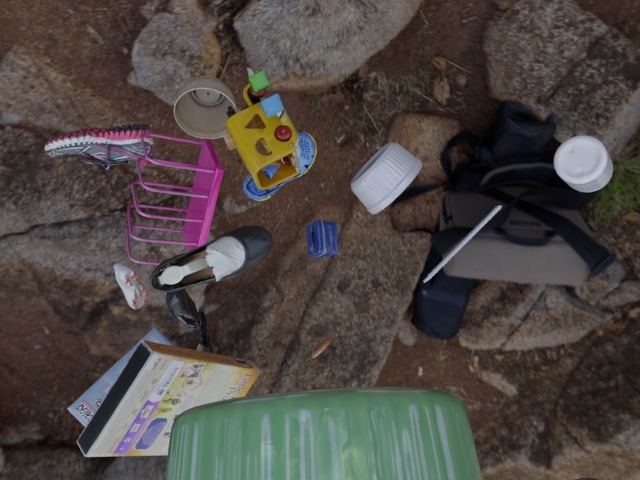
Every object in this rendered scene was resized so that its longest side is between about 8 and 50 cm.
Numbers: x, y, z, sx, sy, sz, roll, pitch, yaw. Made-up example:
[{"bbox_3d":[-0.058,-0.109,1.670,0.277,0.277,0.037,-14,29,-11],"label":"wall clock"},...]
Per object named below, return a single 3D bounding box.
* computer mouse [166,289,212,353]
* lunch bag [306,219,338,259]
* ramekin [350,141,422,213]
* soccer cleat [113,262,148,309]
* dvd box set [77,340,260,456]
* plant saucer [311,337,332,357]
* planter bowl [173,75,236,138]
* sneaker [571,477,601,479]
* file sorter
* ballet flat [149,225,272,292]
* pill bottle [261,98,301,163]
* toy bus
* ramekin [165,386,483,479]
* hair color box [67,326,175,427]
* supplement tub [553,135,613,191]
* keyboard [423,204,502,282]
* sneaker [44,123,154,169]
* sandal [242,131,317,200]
[{"bbox_3d":[-0.394,0.243,1.631,0.060,0.184,0.262,-21,147,-2],"label":"computer mouse"},{"bbox_3d":[0.000,0.000,1.389,0.065,0.067,0.098,4,73,-28],"label":"lunch bag"},{"bbox_3d":[0.180,-0.185,1.576,0.109,0.207,0.207,43,109,-9],"label":"ramekin"},{"bbox_3d":[-0.592,0.141,1.723,0.076,0.068,0.196,34,146,24],"label":"soccer cleat"},{"bbox_3d":[-0.381,0.433,1.475,0.307,0.062,0.420,-57,143,4],"label":"dvd box set"},{"bbox_3d":[0.001,0.328,1.698,0.083,0.083,0.013,-43,90,18],"label":"plant saucer"},{"bbox_3d":[-0.298,-0.365,1.454,0.162,0.109,0.162,-3,141,-3],"label":"planter bowl"},{"bbox_3d":[0.339,0.459,0.887,0.122,0.110,0.283,28,125,-20],"label":"sneaker"},{"bbox_3d":[-0.380,-0.100,1.394,0.182,0.202,0.290,6,118,-26],"label":"file sorter"},{"bbox_3d":[-0.231,0.051,1.141,0.281,0.096,0.095,-23,92,14],"label":"ballet flat"},{"bbox_3d":[-0.121,-0.301,1.551,0.103,0.103,0.184,-21,143,10],"label":"pill bottle"},{"bbox_3d":[-0.116,-0.189,0.968,0.104,0.202,0.190,-28,115,-6],"label":"toy bus"},{"bbox_3d":[0.003,0.225,0.499,0.304,0.148,0.303,-3,158,-1],"label":"ramekin"},{"bbox_3d":[-0.677,0.486,1.936,0.114,0.185,0.374,42,69,6],"label":"hair color box"},{"bbox_3d":[0.390,-0.111,0.817,0.071,0.107,0.070,-3,85,31],"label":"supplement tub"},{"bbox_3d":[0.344,0.009,1.339,0.014,0.072,0.256,44,106,8],"label":"keyboard"},{"bbox_3d":[-0.615,-0.253,1.537,0.299,0.121,0.111,-2,113,4],"label":"sneaker"},{"bbox_3d":[-0.139,-0.227,1.794,0.317,0.138,0.126,-42,90,24],"label":"sandal"}]
